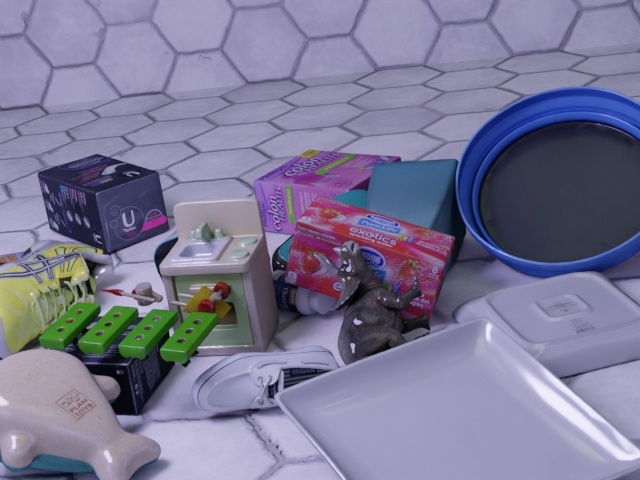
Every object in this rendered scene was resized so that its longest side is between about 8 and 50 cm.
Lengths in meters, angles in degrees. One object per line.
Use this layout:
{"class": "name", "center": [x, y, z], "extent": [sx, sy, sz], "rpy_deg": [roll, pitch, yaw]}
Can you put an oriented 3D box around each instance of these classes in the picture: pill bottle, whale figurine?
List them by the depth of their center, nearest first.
{"class": "whale figurine", "center": [-0.357, 0.269, 1.451], "extent": [0.272, 0.141, 0.216], "rpy_deg": [28, 34, 17]}
{"class": "pill bottle", "center": [-0.036, 0.093, 1.815], "extent": [0.120, 0.067, 0.067], "rpy_deg": [11, 29, 40]}

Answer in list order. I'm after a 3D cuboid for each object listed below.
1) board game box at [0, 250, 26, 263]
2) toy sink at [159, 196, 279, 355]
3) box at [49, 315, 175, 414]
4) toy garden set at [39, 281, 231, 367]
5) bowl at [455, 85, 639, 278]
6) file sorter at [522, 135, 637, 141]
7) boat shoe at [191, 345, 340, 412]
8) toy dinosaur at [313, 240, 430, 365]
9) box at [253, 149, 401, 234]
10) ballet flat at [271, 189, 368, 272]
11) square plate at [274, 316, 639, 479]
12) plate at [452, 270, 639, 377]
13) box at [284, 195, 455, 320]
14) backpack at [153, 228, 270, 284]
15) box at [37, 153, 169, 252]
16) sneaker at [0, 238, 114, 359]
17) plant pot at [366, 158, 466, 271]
{"class": "board game box", "center": [-0.655, 0.082, 2.075], "extent": [0.194, 0.060, 0.194], "rpy_deg": [-15, 23, -15]}
{"class": "toy sink", "center": [-0.168, 0.061, 1.717], "extent": [0.152, 0.234, 0.131], "rpy_deg": [-3, 22, 12]}
{"class": "box", "center": [-0.333, 0.192, 1.638], "extent": [0.155, 0.093, 0.158], "rpy_deg": [0, 24, 16]}
{"class": "toy garden set", "center": [-0.266, 0.127, 1.595], "extent": [0.244, 0.049, 0.204], "rpy_deg": [3, 27, 20]}
{"class": "bowl", "center": [0.439, -0.103, 1.874], "extent": [0.391, 0.077, 0.391], "rpy_deg": [-11, 54, 15]}
{"class": "file sorter", "center": [0.561, -0.150, 2.064], "extent": [0.277, 0.173, 0.193], "rpy_deg": [3, 23, 25]}
{"class": "boat shoe", "center": [-0.074, 0.204, 1.528], "extent": [0.226, 0.083, 0.076], "rpy_deg": [-16, 22, -20]}
{"class": "toy dinosaur", "center": [0.088, 0.146, 1.609], "extent": [0.160, 0.121, 0.314], "rpy_deg": [-11, 50, 8]}
{"class": "box", "center": [0.022, -0.099, 2.207], "extent": [0.243, 0.117, 0.213], "rpy_deg": [7, 26, 34]}
{"class": "ballet flat", "center": [0.000, 0.000, 1.979], "extent": [0.095, 0.096, 0.280], "rpy_deg": [35, 48, 22]}
{"class": "square plate", "center": [0.167, 0.247, 1.317], "extent": [0.344, 0.049, 0.347], "rpy_deg": [-17, 35, -23]}
{"class": "plate", "center": [0.378, 0.120, 1.631], "extent": [0.277, 0.045, 0.278], "rpy_deg": [-12, 22, -10]}
{"class": "box", "center": [0.083, 0.031, 1.755], "extent": [0.256, 0.123, 0.128], "rpy_deg": [18, 26, 10]}
{"class": "backpack", "center": [-0.196, 0.034, 1.878], "extent": [0.188, 0.166, 0.144], "rpy_deg": [-23, 16, 29]}
{"class": "box", "center": [-0.484, -0.087, 2.320], "extent": [0.165, 0.143, 0.270], "rpy_deg": [-24, 27, -35]}
{"class": "sneaker", "center": [-0.498, 0.087, 1.896], "extent": [0.147, 0.145, 0.385], "rpy_deg": [-4, 23, 11]}
{"class": "plant pot", "center": [0.166, -0.024, 1.918], "extent": [0.165, 0.166, 0.234], "rpy_deg": [-2, 28, 16]}
